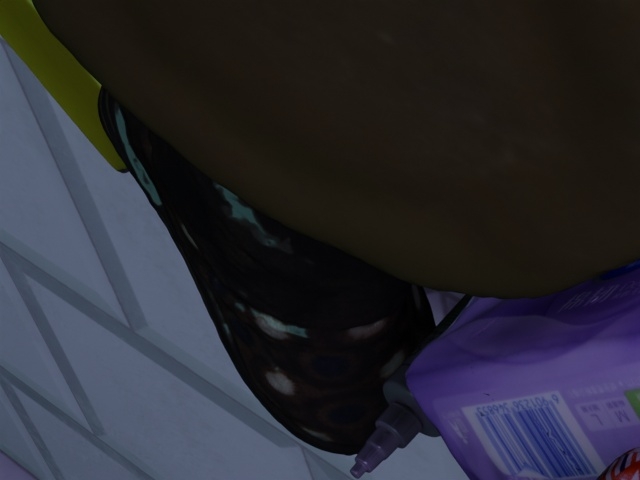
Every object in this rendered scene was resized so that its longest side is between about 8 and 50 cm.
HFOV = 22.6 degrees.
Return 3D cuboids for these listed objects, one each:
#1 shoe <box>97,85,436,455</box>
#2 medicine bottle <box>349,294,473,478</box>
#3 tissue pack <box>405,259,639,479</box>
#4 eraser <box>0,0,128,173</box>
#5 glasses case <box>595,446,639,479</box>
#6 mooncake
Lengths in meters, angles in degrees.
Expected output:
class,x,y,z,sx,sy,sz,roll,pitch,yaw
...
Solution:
class,x,y,z,sx,sy,sz,roll,pitch,yaw
shoe,0.000,0.000,1.186,0.384,0.171,0.237,61,158,-16
medicine bottle,0.088,0.100,1.167,0.057,0.199,0.057,37,158,18
tissue pack,0.247,0.106,0.912,0.242,0.160,0.338,55,145,-12
eraser,-0.199,-0.165,1.377,0.226,0.069,0.158,50,159,-13
glasses case,0.225,0.176,0.817,0.194,0.049,0.073,42,139,8
mooncake,0.044,-0.161,0.733,0.378,0.201,0.378,25,150,15
